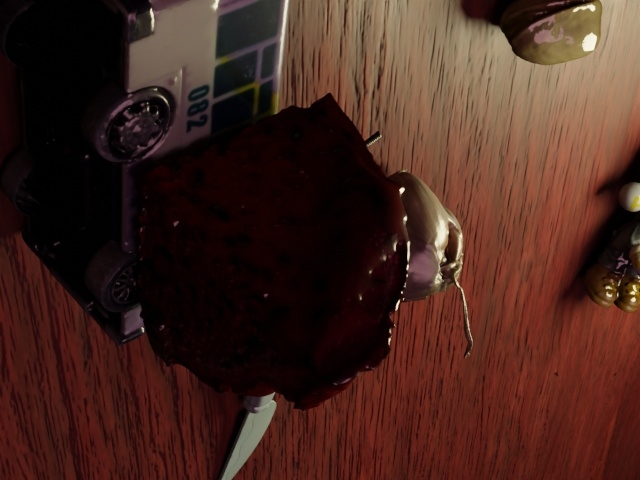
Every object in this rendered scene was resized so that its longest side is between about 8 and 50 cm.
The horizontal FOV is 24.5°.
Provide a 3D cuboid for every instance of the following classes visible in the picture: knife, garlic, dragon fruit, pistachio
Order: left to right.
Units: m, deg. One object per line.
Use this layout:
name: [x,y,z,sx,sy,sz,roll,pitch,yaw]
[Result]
dragon fruit: [-0.062,0.044,1.388,0.240,0.330,0.302,16,117,-35]
knife: [-0.094,0.256,2.180,0.080,0.044,0.331,-27,150,-38]
garlic: [0.138,0.030,2.045,0.207,0.256,0.207,-42,-169,10]
pistachio: [0.307,-0.286,1.959,0.149,0.113,0.113,-15,136,-38]

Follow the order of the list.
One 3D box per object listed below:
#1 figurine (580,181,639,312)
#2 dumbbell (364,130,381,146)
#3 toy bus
figurine: [0.596,-0.032,2.504,0.261,0.186,0.382,6,129,-38]
dumbbell: [0.019,-0.094,1.882,0.147,0.069,0.069,-36,146,-13]
toy bus: [-0.171,-0.137,1.492,0.249,0.209,0.440,-26,143,-30]
